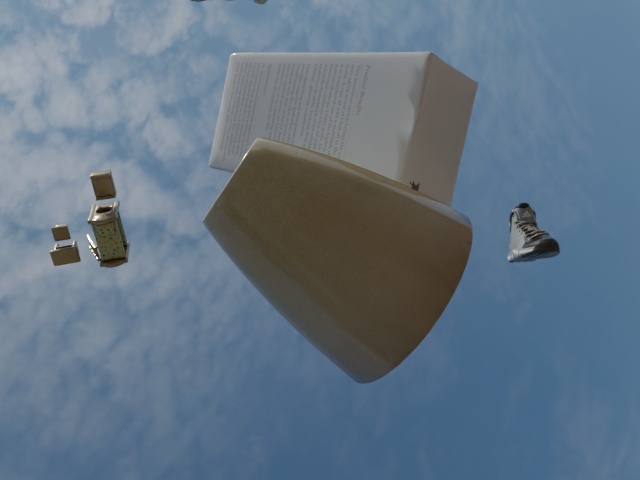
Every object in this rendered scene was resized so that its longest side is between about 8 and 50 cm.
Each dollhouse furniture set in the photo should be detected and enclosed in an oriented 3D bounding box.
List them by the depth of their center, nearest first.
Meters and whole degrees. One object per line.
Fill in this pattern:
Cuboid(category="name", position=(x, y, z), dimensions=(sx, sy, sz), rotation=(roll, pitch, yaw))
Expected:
Cuboid(category="dollhouse furniture set", position=(-0.503, -0.035, 1.295), dimensions=(0.161, 0.101, 0.181), rotation=(-11, -62, -9))

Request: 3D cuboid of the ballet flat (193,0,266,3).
Cuboid(category="ballet flat", position=(-0.047, -0.156, 0.359), dimensions=(0.041, 0.114, 0.041), rotation=(-19, -62, -41))

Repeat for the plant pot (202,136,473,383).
Cuboid(category="plant pot", position=(0.000, 0.000, 0.777), dimensions=(0.274, 0.256, 0.256), rotation=(33, -115, -11))

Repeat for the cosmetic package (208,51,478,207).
Cuboid(category="cosmetic package", position=(0.020, -0.199, 1.091), dimensions=(0.161, 0.453, 0.230), rotation=(8, -84, -49))

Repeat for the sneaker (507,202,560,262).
Cuboid(category="sneaker", position=(0.456, -0.023, 1.359), dimensions=(0.086, 0.228, 0.132), rotation=(-3, -96, 0))
